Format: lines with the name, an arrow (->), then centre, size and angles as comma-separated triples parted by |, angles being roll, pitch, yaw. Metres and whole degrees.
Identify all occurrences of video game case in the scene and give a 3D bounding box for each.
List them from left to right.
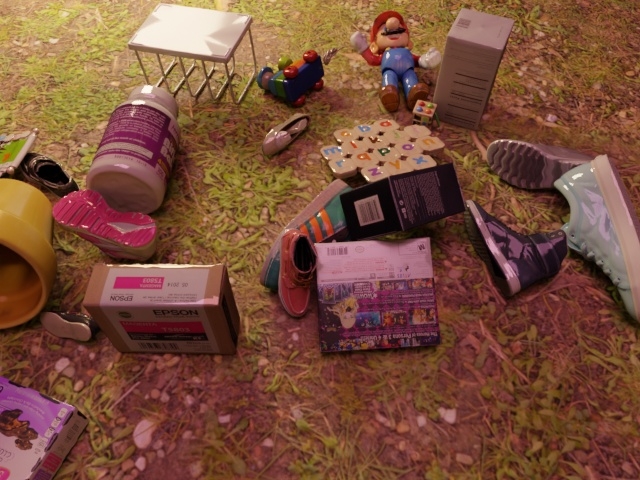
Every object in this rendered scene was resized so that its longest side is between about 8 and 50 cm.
video game case -> 0.107, 0.104, 0.984 | 0.231, 0.042, 0.211 | -4, 78, -2

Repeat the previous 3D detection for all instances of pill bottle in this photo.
pill bottle -> -0.425, -0.222, 1.197 | 0.169, 0.169, 0.302 | 1, 55, 2

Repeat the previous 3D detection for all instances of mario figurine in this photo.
mario figurine -> 0.204, -0.522, 1.399 | 0.197, 0.170, 0.321 | 13, 56, -33

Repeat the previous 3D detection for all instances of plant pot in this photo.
plant pot -> -0.645, 0.005, 1.005 | 0.253, 0.254, 0.239 | -7, 40, -4

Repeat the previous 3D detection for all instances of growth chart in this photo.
growth chart -> -0.820, -0.205, 1.258 | 0.237, 0.021, 0.172 | -9, 53, 11

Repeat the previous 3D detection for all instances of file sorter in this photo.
file sorter -> -0.338, -0.507, 1.399 | 0.277, 0.173, 0.193 | 12, 56, 10

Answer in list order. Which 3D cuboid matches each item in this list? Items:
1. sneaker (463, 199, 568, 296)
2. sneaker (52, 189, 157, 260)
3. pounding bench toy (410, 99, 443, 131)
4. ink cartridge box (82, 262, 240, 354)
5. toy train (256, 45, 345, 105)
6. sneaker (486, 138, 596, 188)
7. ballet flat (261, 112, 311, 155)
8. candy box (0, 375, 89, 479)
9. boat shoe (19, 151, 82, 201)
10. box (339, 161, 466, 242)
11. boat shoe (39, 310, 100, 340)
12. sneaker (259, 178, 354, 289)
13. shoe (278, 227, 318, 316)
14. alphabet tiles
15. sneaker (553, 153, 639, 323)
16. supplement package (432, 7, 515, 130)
sneaker -> 0.413, -0.010, 1.072 | 0.163, 0.086, 0.226 | -23, 66, -2
sneaker -> -0.458, -0.019, 1.084 | 0.252, 0.111, 0.103 | 24, 56, 14
pounding bench toy -> 0.284, -0.322, 1.321 | 0.083, 0.065, 0.052 | 17, 56, 13
ink cartridge box -> -0.277, 0.129, 0.926 | 0.234, 0.193, 0.088 | 0, 54, 2
toy train -> -0.057, -0.493, 1.439 | 0.143, 0.105, 0.248 | 22, 56, 32
sneaker -> 0.539, -0.179, 1.214 | 0.281, 0.105, 0.115 | 20, 31, 14
ballet flat -> -0.084, -0.276, 1.295 | 0.052, 0.057, 0.168 | 9, 49, 43
candy box -> -0.521, 0.352, 0.844 | 0.164, 0.070, 0.196 | 16, 56, 12
boat shoe -> -0.657, -0.168, 1.222 | 0.219, 0.070, 0.078 | 31, 60, 21
box -> 0.170, -0.078, 1.040 | 0.207, 0.153, 0.108 | -16, 91, -37
boat shoe -> -0.493, 0.164, 1.000 | 0.132, 0.049, 0.042 | 9, 21, 18
sneaker -> 0.000, 0.000, 1.068 | 0.121, 0.108, 0.302 | 34, 67, 16
shoe -> -0.043, 0.068, 0.971 | 0.063, 0.178, 0.081 | -6, 10, -19
alphabet tiles -> 0.150, -0.221, 1.241 | 0.283, 0.021, 0.278 | -16, 39, -10
sneaker -> 0.593, 0.009, 1.066 | 0.150, 0.135, 0.366 | -25, 59, 37
supplement package -> 0.378, -0.428, 1.286 | 0.133, 0.244, 0.139 | 20, 56, 14
